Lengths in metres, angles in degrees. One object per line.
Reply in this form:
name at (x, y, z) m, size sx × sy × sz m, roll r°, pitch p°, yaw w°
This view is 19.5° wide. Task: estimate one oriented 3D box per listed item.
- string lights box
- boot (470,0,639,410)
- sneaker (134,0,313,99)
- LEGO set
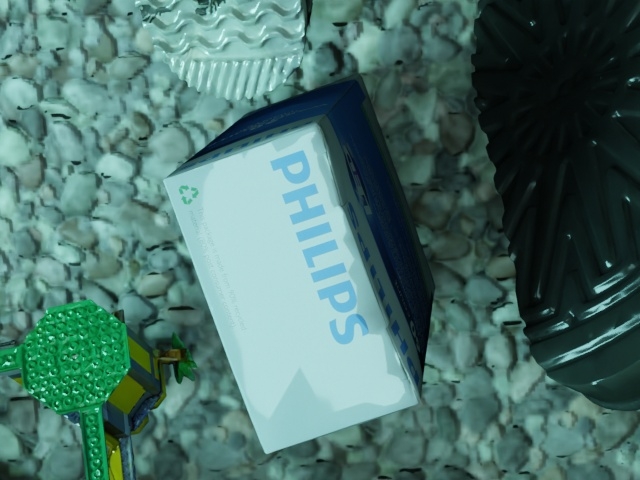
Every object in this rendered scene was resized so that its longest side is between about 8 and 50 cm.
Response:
string lights box at (0.000, 0.000, 0.922) m, size 0.077 × 0.259 × 0.133 m, roll -19°, pitch 97°, yaw 8°
boot at (0.210, -0.020, 0.954) m, size 0.260 × 0.348 × 0.131 m, roll 27°, pitch 140°, yaw -34°
sneaker at (-0.060, -0.231, 0.942) m, size 0.102 × 0.146 × 0.293 m, roll -2°, pitch 116°, yaw 13°
LEGO set at (-0.200, 0.182, 1.046) m, size 0.331 × 0.192 × 0.255 m, roll -21°, pitch 68°, yaw 6°
